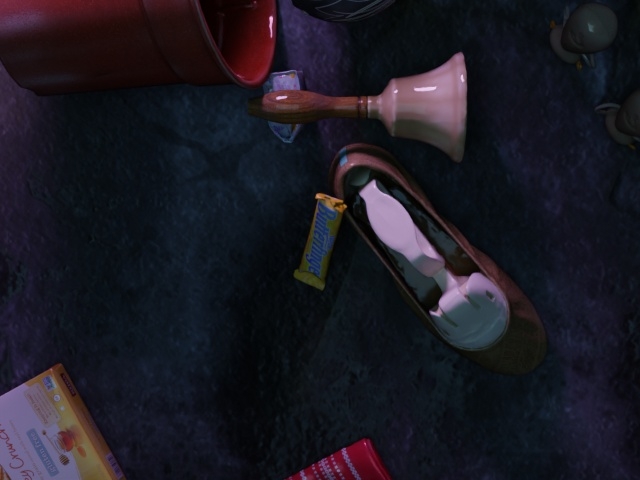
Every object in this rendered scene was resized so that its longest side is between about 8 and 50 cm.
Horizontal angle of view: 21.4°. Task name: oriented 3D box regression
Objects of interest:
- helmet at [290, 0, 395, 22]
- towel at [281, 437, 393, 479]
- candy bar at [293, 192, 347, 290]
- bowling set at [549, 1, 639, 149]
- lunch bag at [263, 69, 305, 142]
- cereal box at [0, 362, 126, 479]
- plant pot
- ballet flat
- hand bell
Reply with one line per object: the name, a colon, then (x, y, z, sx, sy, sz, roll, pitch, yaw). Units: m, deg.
helmet: (0.034, -0.329, 1.897, 0.169, 0.169, 0.161, -23, 76, 11)
towel: (-0.008, 0.382, 2.051, 0.275, 0.031, 0.199, -29, 90, 11)
candy bar: (0.000, 0.000, 1.969, 0.040, 0.018, 0.161, 25, 141, 8)
bowling set: (0.406, -0.171, 1.884, 0.200, 0.154, 0.287, -28, 90, -8)
lunch bag: (-0.037, -0.155, 1.974, 0.053, 0.071, 0.083, -5, 94, 6)
cereal box: (-0.383, 0.283, 2.090, 0.240, 0.047, 0.173, -30, 91, 11)
plant pot: (-0.219, -0.283, 1.905, 0.265, 0.272, 0.272, -8, 95, 18)
ballet flat: (0.130, 0.028, 1.941, 0.116, 0.124, 0.342, -38, 90, 10)
hand bell: (0.039, -0.152, 1.912, 0.242, 0.126, 0.126, 1, 97, -2)
